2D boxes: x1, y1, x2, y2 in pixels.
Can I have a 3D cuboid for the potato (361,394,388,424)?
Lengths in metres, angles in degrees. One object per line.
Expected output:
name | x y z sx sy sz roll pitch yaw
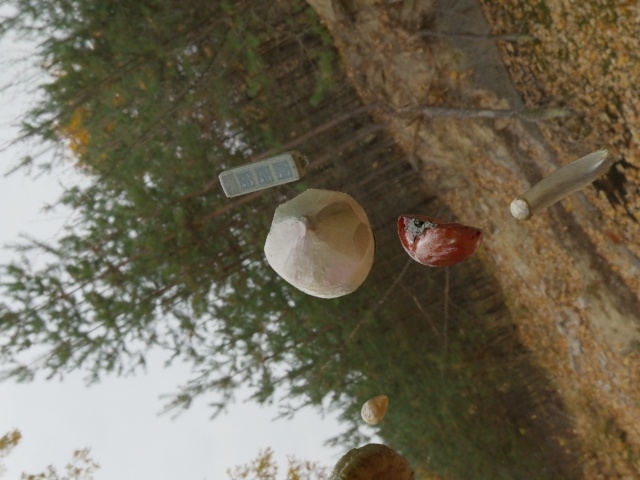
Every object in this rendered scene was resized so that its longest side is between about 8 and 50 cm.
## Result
potato | 0.146 0.444 1.650 0.068 0.083 0.062 14 125 49

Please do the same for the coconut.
coconut | 0.000 0.000 1.224 0.224 0.224 0.234 62 -169 27

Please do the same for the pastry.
pastry | 0.093 0.550 1.322 0.257 0.121 0.235 4 -91 -43

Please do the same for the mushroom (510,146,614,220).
mushroom | 0.769 -0.178 1.994 0.095 0.351 0.123 57 -176 6

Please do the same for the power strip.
power strip | -0.160 -0.182 1.718 0.052 0.272 0.078 -48 -57 -58

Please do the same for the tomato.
tomato | 0.216 0.005 1.147 0.139 0.091 0.159 2 -173 -45
